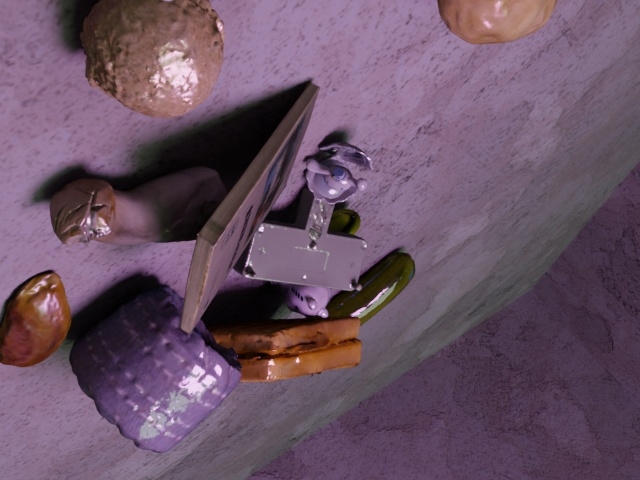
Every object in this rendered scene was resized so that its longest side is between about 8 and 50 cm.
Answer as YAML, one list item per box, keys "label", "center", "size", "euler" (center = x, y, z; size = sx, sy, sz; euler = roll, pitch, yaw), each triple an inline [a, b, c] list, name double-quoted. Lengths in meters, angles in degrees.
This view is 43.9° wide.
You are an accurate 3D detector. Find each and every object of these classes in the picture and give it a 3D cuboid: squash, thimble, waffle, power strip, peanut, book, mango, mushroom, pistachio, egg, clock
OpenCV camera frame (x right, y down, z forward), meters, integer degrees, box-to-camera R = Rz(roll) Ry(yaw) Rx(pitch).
- label: "squash"
  center: [0.073, 0.142, 1.718]
  size: [0.331, 0.087, 0.087]
  euler: [-36, 160, -4]
- label: "thimble"
  center: [-0.220, 0.177, 1.115]
  size: [0.172, 0.205, 0.236]
  euler: [-38, 159, -5]
- label: "waffle"
  center: [-0.086, 0.186, 1.381]
  size: [0.224, 0.098, 0.327]
  euler: [-6, 174, 29]
- label: "power strip"
  center: [-0.017, -0.003, 1.202]
  size: [0.215, 0.061, 0.145]
  euler: [8, 100, -37]
- label: "peanut"
  center: [0.190, -0.303, 0.898]
  size: [0.147, 0.147, 0.319]
  euler: [-45, 162, 16]
- label: "book"
  center: [-0.085, -0.041, 0.969]
  size: [0.283, 0.025, 0.215]
  euler: [-61, 176, -36]
- label: "mango"
  center: [0.000, 0.000, 1.314]
  size: [0.165, 0.074, 0.091]
  euler: [-43, 168, -28]
- label: "mushroom"
  center: [-0.201, -0.033, 0.890]
  size: [0.092, 0.081, 0.223]
  euler: [-31, 166, 38]
- label: "pistachio"
  center: [-0.346, 0.109, 0.981]
  size: [0.089, 0.049, 0.173]
  euler: [-18, 151, -46]
- label: "egg"
  center: [-0.141, -0.164, 0.676]
  size: [0.140, 0.118, 0.116]
  euler: [91, 9, -53]
- label: "clock"
  center: [-0.022, 0.093, 1.402]
  size: [0.080, 0.117, 0.176]
  euler: [-39, 160, 2]

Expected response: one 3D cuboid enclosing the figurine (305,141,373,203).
- label: "figurine"
  center: [0.025, -0.100, 1.137]
  size: [0.086, 0.094, 0.082]
  euler: [165, -57, -71]
